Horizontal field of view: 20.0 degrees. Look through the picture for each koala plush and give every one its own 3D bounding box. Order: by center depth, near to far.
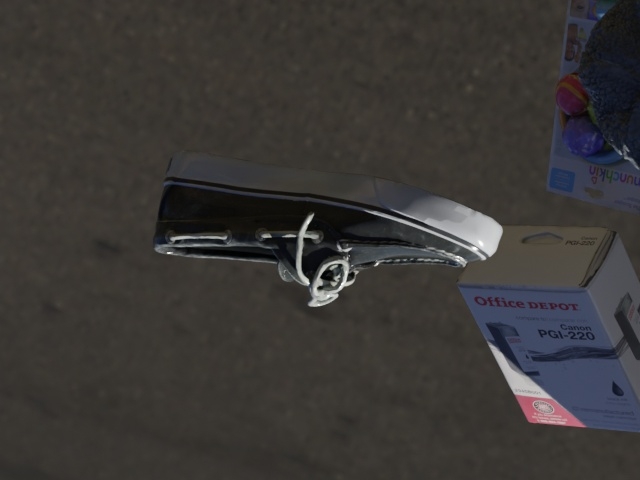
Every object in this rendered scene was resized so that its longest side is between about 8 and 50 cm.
[{"bbox_3d":[0.333,-0.126,1.453,0.203,0.196,0.221,20,-166,27],"label":"koala plush"}]

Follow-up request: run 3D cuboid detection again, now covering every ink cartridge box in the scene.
[{"bbox_3d":[0.259,0.092,1.883,0.158,0.092,0.218,1,132,38],"label":"ink cartridge box"}]

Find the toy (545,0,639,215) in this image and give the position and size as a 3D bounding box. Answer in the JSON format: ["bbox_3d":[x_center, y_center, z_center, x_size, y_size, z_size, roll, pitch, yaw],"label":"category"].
[{"bbox_3d":[0.289,-0.155,1.913,0.056,0.237,0.137,-1,-167,-41],"label":"toy"}]

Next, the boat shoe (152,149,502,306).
[{"bbox_3d":[-0.002,-0.001,1.527,0.306,0.105,0.113,11,169,17],"label":"boat shoe"}]
